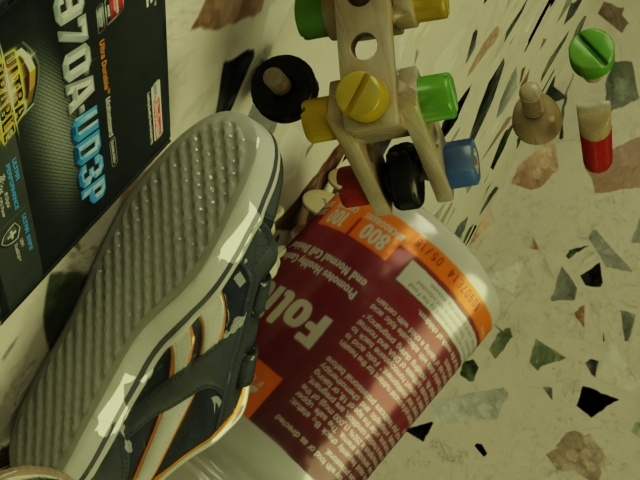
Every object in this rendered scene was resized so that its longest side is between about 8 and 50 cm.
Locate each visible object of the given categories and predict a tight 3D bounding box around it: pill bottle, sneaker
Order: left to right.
[{"bbox_3d":[-0.105,0.057,0.858,0.127,0.126,0.321,22,106,-42],"label":"sneaker"},{"bbox_3d":[-0.016,0.147,1.171,0.392,0.224,0.224,-48,164,-15],"label":"pill bottle"}]

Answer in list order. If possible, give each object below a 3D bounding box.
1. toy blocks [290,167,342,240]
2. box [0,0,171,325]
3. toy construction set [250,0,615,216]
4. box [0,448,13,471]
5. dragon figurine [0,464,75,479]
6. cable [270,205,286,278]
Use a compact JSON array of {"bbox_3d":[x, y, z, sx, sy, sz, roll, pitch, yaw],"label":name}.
[{"bbox_3d":[0.000,0.000,1.359,0.123,0.054,0.148,-43,157,-53],"label":"toy blocks"},{"bbox_3d":[-0.152,-0.079,0.619,0.175,0.051,0.220,-53,164,-32],"label":"box"},{"bbox_3d":[0.072,-0.149,0.844,0.257,0.308,0.237,-68,163,-6],"label":"toy construction set"},{"bbox_3d":[-0.273,0.252,0.912,0.201,0.021,0.164,-65,167,13],"label":"box"},{"bbox_3d":[-0.275,0.221,0.689,0.289,0.085,0.144,-24,143,-62],"label":"dragon figurine"},{"bbox_3d":[-0.112,0.063,0.998,0.287,0.072,0.139,-55,165,-45],"label":"cable"}]
